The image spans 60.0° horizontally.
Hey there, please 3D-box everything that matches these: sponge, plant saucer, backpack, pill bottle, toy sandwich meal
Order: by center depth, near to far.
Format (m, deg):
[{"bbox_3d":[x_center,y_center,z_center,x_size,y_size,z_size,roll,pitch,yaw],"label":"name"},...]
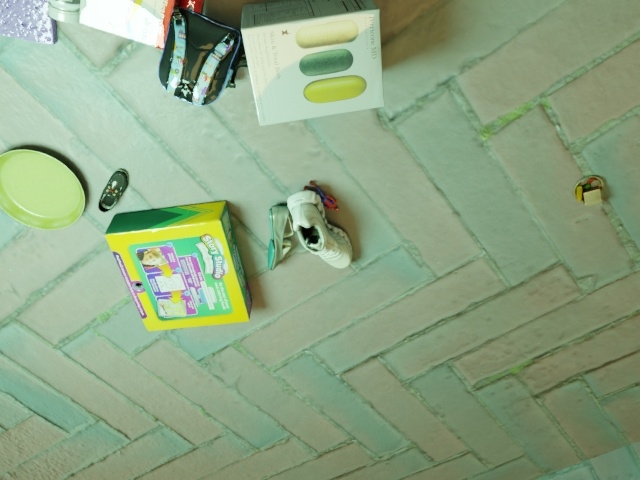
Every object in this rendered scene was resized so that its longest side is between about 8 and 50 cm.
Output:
[{"bbox_3d":[-0.523,-0.527,1.140,0.078,0.078,0.137,13,125,-10],"label":"pill bottle"},{"bbox_3d":[-0.251,-0.377,1.161,0.158,0.117,0.174,20,107,-5],"label":"backpack"},{"bbox_3d":[-0.627,-0.529,1.167,0.117,0.031,0.210,9,125,-6],"label":"sponge"},{"bbox_3d":[-0.733,-0.136,1.447,0.240,0.037,0.241,-1,126,-1],"label":"plant saucer"},{"bbox_3d":[0.709,-0.129,1.460,0.085,0.029,0.086,0,126,0],"label":"toy sandwich meal"}]

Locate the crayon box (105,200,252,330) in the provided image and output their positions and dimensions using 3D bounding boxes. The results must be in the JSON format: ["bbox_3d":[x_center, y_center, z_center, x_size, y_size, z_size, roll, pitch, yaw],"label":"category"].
[{"bbox_3d":[-0.383,0.082,1.564,0.312,0.106,0.363,-7,126,3],"label":"crayon box"}]

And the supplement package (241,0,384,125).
[{"bbox_3d":[-0.018,-0.386,1.156,0.262,0.198,0.200,-9,125,-1],"label":"supplement package"}]

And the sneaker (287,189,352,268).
[{"bbox_3d":[0.000,0.000,1.483,0.110,0.118,0.292,-22,135,19],"label":"sneaker"}]

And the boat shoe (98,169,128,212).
[{"bbox_3d":[-0.542,-0.127,1.452,0.048,0.042,0.133,29,119,-17],"label":"boat shoe"}]

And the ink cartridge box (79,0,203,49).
[{"bbox_3d":[-0.373,-0.493,1.165,0.230,0.078,0.134,14,125,-11],"label":"ink cartridge box"}]

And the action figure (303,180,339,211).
[{"bbox_3d":[0.007,-0.111,1.474,0.115,0.030,0.038,35,115,-26],"label":"action figure"}]

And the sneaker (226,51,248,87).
[{"bbox_3d":[-0.234,-0.367,1.263,0.188,0.067,0.078,-34,113,18],"label":"sneaker"}]

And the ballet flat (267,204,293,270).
[{"bbox_3d":[-0.109,-0.002,1.527,0.068,0.072,0.213,-3,127,-11],"label":"ballet flat"}]
